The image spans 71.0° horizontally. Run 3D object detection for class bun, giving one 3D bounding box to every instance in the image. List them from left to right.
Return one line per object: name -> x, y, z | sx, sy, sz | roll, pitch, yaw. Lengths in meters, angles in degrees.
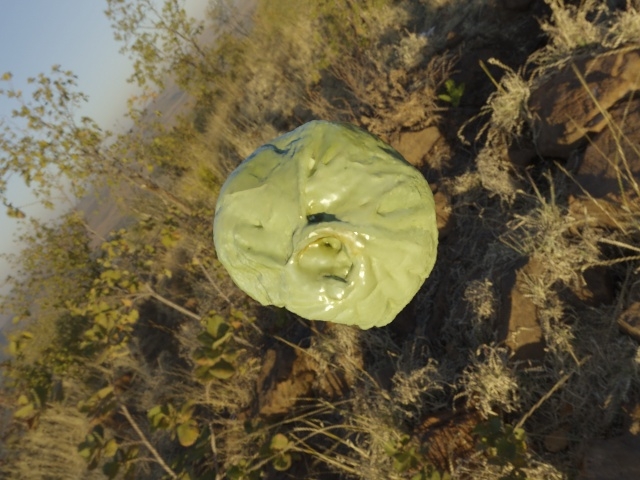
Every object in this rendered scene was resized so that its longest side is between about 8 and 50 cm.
bun -> 0.000, 0.000, 0.409 | 0.212, 0.204, 0.126 | -25, 7, 19
